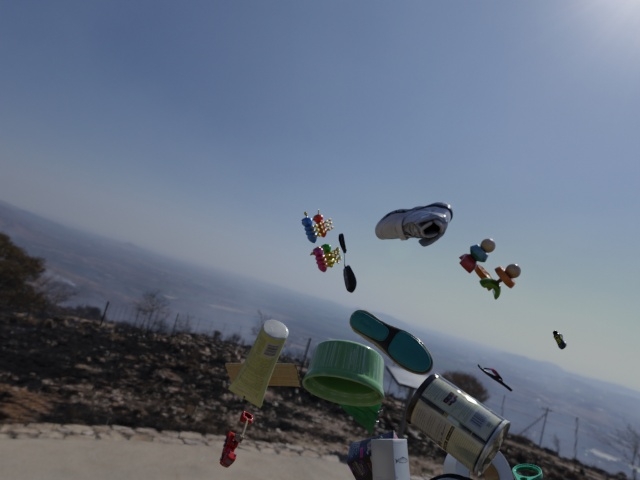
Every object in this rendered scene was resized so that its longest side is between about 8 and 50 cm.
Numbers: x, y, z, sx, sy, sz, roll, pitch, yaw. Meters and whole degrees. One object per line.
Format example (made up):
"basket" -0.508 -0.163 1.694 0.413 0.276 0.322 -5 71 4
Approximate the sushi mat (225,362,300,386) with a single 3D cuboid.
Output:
"sushi mat" -0.247 0.580 1.932 0.316 0.151 0.019 -2 33 10

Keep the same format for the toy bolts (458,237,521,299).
"toy bolts" 0.709 0.093 1.874 0.228 0.158 0.218 43 22 -5

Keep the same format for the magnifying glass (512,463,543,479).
"magnifying glass" 0.654 0.780 1.445 0.092 0.026 0.231 -10 -3 36

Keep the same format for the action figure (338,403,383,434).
"action figure" 0.139 0.660 1.815 0.232 0.137 0.063 23 8 34

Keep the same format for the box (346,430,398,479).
"box" 0.296 1.140 2.343 0.270 0.165 0.143 -24 9 18

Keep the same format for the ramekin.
"ramekin" 0.094 0.492 1.666 0.303 0.148 0.303 10 -35 7

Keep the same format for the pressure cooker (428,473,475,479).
"pressure cooker" 0.409 0.874 1.243 0.420 0.370 0.375 41 28 -16

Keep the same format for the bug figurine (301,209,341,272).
"bug figurine" 0.000 0.000 1.558 0.072 0.216 0.279 -18 2 12

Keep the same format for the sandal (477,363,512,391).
"sandal" 0.756 0.581 1.924 0.067 0.040 0.179 35 -1 -37

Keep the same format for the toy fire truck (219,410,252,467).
"toy fire truck" -0.350 0.828 1.866 0.047 0.135 0.192 36 26 -17

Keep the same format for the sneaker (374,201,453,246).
"sneaker" 0.403 -0.060 1.989 0.365 0.137 0.210 -15 18 22

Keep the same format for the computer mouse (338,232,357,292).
"computer mouse" 0.110 0.089 1.788 0.041 0.242 0.071 -8 -2 -11

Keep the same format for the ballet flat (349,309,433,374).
"ballet flat" 0.183 0.260 1.146 0.248 0.086 0.086 34 4 31

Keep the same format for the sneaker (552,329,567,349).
"sneaker" 0.850 0.355 1.600 0.035 0.031 0.083 36 29 -9

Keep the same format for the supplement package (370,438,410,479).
"supplement package" 0.266 0.852 1.701 0.105 0.179 0.105 -21 -30 38

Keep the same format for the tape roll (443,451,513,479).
"tape roll" 0.659 0.995 1.871 0.286 0.286 0.100 17 -32 -10

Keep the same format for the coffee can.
"coffee can" 0.454 0.607 1.495 0.275 0.202 0.201 30 3 37

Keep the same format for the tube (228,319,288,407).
"tube" -0.143 0.289 1.039 0.062 0.240 0.070 2 34 -36
